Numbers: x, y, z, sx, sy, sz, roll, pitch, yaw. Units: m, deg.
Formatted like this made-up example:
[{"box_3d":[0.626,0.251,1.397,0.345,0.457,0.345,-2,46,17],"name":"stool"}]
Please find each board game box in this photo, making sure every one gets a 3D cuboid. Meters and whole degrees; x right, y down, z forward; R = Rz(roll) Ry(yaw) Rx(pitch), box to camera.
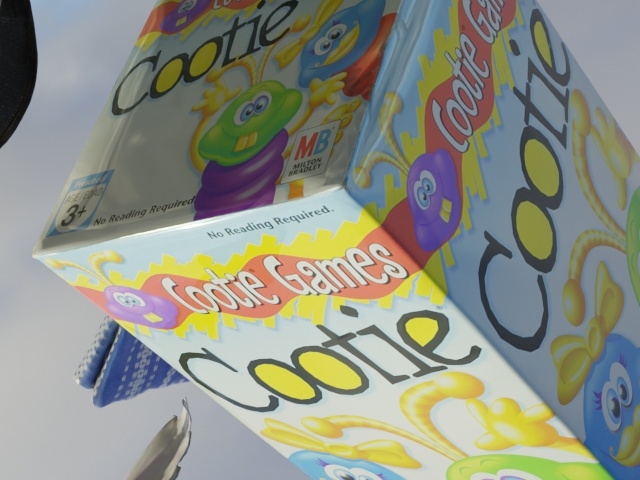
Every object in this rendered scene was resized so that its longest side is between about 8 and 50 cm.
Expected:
[{"box_3d":[0.049,0.020,0.478,0.144,0.275,0.142,-11,-133,38],"name":"board game box"}]

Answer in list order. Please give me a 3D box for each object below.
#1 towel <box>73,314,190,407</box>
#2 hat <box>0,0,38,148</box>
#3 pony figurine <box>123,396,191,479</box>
[{"box_3d":[0.000,0.000,0.821,0.336,0.040,0.243,-2,127,-58],"name":"towel"},{"box_3d":[-0.385,-0.233,1.159,0.134,0.331,0.331,-16,-154,43],"name":"hat"},{"box_3d":[-0.237,0.415,1.468,0.351,0.363,0.303,-43,-177,15],"name":"pony figurine"}]
